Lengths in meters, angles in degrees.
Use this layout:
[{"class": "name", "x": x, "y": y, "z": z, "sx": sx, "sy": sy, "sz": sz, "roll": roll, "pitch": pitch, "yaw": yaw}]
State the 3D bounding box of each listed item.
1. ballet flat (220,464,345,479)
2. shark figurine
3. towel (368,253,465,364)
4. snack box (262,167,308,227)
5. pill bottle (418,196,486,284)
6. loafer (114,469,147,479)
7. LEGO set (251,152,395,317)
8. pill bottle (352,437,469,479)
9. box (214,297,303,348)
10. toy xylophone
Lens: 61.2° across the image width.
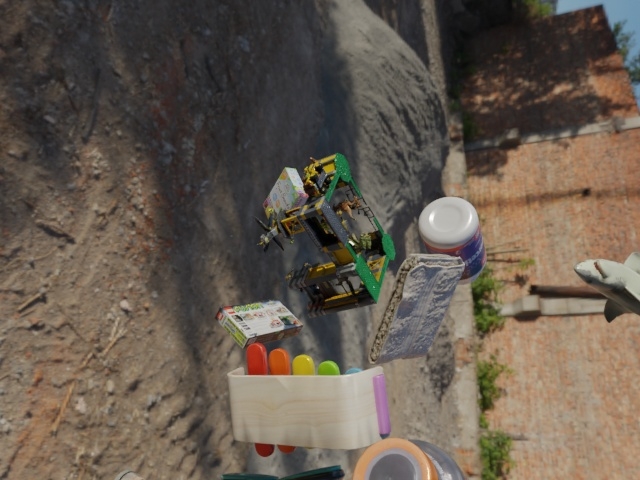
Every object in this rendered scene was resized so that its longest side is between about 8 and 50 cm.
[{"class": "ballet flat", "x": -0.072, "y": 0.485, "z": 1.026, "sx": 0.095, "sy": 0.280, "sz": 0.096, "roll": 22, "pitch": 56, "yaw": -55}, {"class": "shark figurine", "x": 0.549, "y": 0.135, "z": 0.925, "sx": 0.166, "sy": 0.116, "sz": 0.278, "roll": -25, "pitch": 68, "yaw": -41}, {"class": "towel", "x": 0.225, "y": 0.161, "z": 1.254, "sx": 0.187, "sy": 0.049, "sz": 0.282, "roll": 2, "pitch": 114, "yaw": -38}, {"class": "snack box", "x": -0.089, "y": -0.098, "z": 1.362, "sx": 0.037, "sy": 0.141, "sz": 0.100, "roll": 0, "pitch": 51, "yaw": -37}, {"class": "pill bottle", "x": 0.434, "y": 0.016, "z": 1.746, "sx": 0.323, "sy": 0.181, "sz": 0.182, "roll": 55, "pitch": 34, "yaw": -51}, {"class": "loafer", "x": -0.192, "y": 0.318, "z": 0.618, "sx": 0.045, "sy": 0.039, "sz": 0.125, "roll": -42, "pitch": 112, "yaw": -48}, {"class": "LEGO set", "x": 0.000, "y": 0.000, "z": 1.133, "sx": 0.331, "sy": 0.192, "sz": 0.255, "roll": 52, "pitch": 36, "yaw": -33}, {"class": "pill bottle", "x": 0.123, "y": 0.318, "z": 0.632, "sx": 0.246, "sy": 0.130, "sz": 0.130, "roll": 56, "pitch": 33, "yaw": -41}, {"class": "box", "x": -0.147, "y": 0.200, "z": 1.335, "sx": 0.207, "sy": 0.114, "sz": 0.036, "roll": -1, "pitch": 125, "yaw": -54}, {"class": "toy xylophone", "x": -0.039, "y": 0.309, "z": 0.925, "sx": 0.081, "sy": 0.322, "sz": 0.236, "roll": -1, "pitch": 92, "yaw": -60}]
